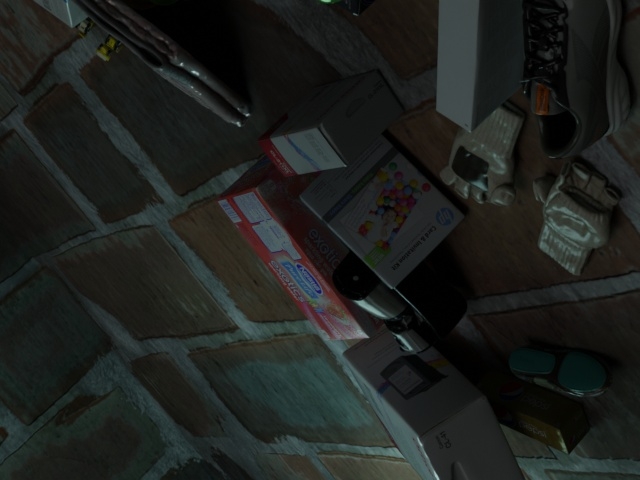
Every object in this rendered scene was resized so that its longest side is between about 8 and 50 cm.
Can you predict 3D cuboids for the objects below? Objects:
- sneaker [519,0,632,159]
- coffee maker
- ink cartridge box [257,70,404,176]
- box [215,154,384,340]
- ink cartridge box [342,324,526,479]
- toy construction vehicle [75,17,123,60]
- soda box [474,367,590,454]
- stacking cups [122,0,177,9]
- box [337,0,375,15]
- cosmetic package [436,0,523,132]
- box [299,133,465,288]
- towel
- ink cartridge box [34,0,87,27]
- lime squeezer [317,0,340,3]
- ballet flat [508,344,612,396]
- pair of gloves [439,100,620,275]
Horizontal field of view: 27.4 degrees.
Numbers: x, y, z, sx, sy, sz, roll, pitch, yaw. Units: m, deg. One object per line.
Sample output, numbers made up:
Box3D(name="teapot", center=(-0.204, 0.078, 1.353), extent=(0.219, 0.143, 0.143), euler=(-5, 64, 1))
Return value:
Box3D(name="sneaker", center=(0.255, -0.200, 1.373), extent=(0.100, 0.108, 0.271), euler=(24, 146, 44))
Box3D(name="coffee maker", center=(0.136, 0.062, 1.935), extent=(0.178, 0.171, 0.120), euler=(41, -158, -38))
Box3D(name="ink cartridge box", center=(0.012, -0.158, 1.803), extent=(0.072, 0.127, 0.175), euler=(53, 155, -17))
Box3D(name="box", center=(0.000, 0.000, 2.049), extent=(0.300, 0.142, 0.154), euler=(52, 155, -13))
Box3D(name="ink cartridge box", center=(0.183, 0.291, 2.112), extent=(0.226, 0.131, 0.306), euler=(62, 170, -30))
Box3D(name="toy construction vehicle", center=(-0.379, -0.355, 2.264), extent=(0.086, 0.035, 0.098), euler=(37, 159, -4))
Box3D(name="soda box", center=(0.324, 0.262, 2.028), extent=(0.181, 0.058, 0.061), euler=(19, 145, 45))
Box3D(name="stacking cups", center=(-0.178, -0.377, 1.818), extent=(0.316, 0.096, 0.096), euler=(8, 135, 54))
Box3D(name="box", center=(-0.009, -0.399, 1.423), extent=(0.270, 0.165, 0.143), euler=(36, 153, 20))
Box3D(name="cosmetic package", center=(0.179, -0.237, 1.448), extent=(0.060, 0.099, 0.239), euler=(34, 152, 25))
Box3D(name="box", center=(0.086, -0.047, 1.835), extent=(0.186, 0.145, 0.038), euler=(45, 178, 3))
Box3D(name="towel", center=(-0.280, -0.311, 1.991), extent=(0.332, 0.053, 0.317), euler=(39, -178, 19))
Box3D(name="ink cartridge box", center=(-0.472, -0.471, 2.174), extent=(0.231, 0.078, 0.134), euler=(36, 153, 22))
Box3D(name="lime squeezer", center=(-0.016, -0.304, 1.313), extent=(0.310, 0.059, 0.110), euler=(38, 153, 16))
Box3D(name="ballet flat", center=(0.356, 0.190, 1.878), extent=(0.188, 0.070, 0.070), euler=(15, 141, 52))
Box3D(name="pair of gloves", center=(0.261, -0.065, 1.649), extent=(0.240, 0.042, 0.204), euler=(40, 155, 12))
